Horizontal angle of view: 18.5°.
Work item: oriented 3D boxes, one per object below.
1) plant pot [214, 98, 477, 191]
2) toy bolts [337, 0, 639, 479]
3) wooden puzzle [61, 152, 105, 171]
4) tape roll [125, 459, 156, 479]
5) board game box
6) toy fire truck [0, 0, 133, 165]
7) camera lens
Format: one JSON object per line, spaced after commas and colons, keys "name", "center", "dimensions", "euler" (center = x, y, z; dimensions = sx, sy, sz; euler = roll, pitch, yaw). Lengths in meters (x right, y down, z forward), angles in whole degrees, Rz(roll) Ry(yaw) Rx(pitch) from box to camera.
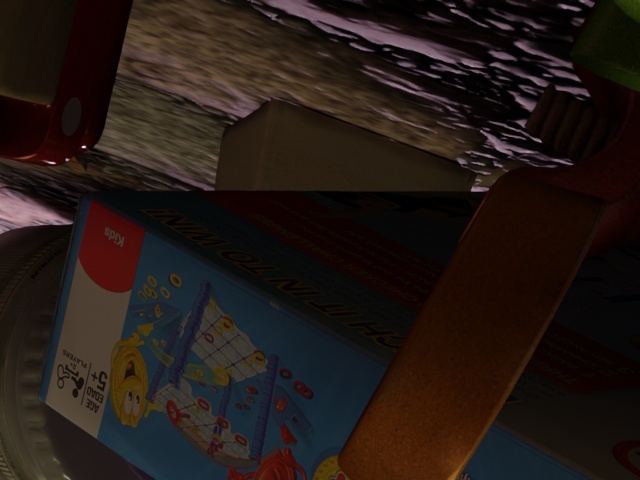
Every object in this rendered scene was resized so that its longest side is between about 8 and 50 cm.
{"name": "plant pot", "center": [0.000, 0.000, 0.980], "dimensions": [0.109, 0.096, 0.109], "euler": [19, 170, -14]}
{"name": "toy bolts", "center": [0.124, 0.012, 0.557], "dimensions": [0.158, 0.218, 0.228], "euler": [30, 177, 3]}
{"name": "wooden puzzle", "center": [-0.170, -0.056, 1.206], "dimensions": [0.083, 0.006, 0.049], "euler": [15, 170, 7]}
{"name": "tape roll", "center": [-0.031, 0.074, 1.164], "dimensions": [0.189, 0.189, 0.080], "euler": [11, 168, 31]}
{"name": "board game box", "center": [0.107, 0.071, 0.745], "dimensions": [0.302, 0.086, 0.308], "euler": [-2, -158, -46]}
{"name": "toy fire truck", "center": [-0.168, -0.072, 0.783], "dimensions": [0.217, 0.158, 0.246], "euler": [13, -179, 20]}
{"name": "camera lens", "center": [-0.155, 0.096, 1.387], "dimensions": [0.219, 0.219, 0.274], "euler": [22, 169, -26]}
